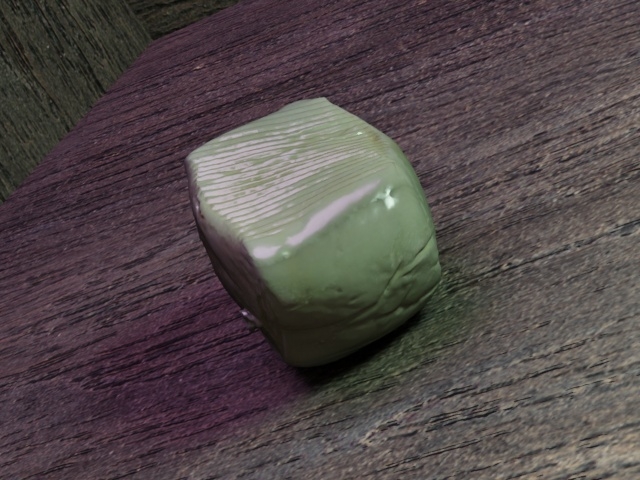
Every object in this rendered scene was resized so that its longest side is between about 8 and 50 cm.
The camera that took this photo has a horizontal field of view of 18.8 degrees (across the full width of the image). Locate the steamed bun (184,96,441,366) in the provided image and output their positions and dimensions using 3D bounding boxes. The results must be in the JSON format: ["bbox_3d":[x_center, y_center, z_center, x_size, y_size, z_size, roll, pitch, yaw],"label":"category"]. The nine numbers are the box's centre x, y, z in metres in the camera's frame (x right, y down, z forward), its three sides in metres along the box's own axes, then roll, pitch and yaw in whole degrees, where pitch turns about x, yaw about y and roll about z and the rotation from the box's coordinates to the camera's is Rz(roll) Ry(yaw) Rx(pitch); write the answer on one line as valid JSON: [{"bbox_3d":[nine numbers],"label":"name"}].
[{"bbox_3d":[0.002,0.004,2.152,0.247,0.236,0.383,-26,25,-8],"label":"steamed bun"}]
